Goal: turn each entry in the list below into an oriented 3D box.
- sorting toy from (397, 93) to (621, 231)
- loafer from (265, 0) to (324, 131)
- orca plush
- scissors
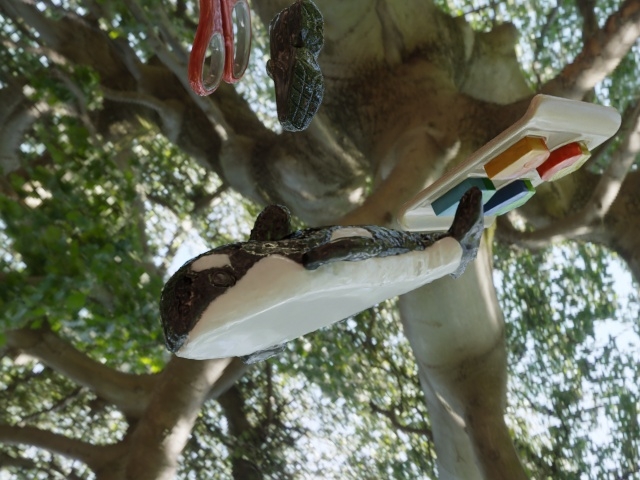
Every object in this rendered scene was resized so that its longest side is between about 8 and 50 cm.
[{"bbox_3d":[0.208,-0.071,0.897,0.208,0.193,0.038,-43,-116,36],"label":"sorting toy"},{"bbox_3d":[-0.034,-0.199,0.971,0.061,0.062,0.170,-13,-121,34],"label":"loafer"},{"bbox_3d":[0.000,0.000,0.623,0.287,0.151,0.102,-21,-112,-24],"label":"orca plush"},{"bbox_3d":[-0.102,-0.274,0.801,0.021,0.297,0.109,20,-137,21],"label":"scissors"}]
